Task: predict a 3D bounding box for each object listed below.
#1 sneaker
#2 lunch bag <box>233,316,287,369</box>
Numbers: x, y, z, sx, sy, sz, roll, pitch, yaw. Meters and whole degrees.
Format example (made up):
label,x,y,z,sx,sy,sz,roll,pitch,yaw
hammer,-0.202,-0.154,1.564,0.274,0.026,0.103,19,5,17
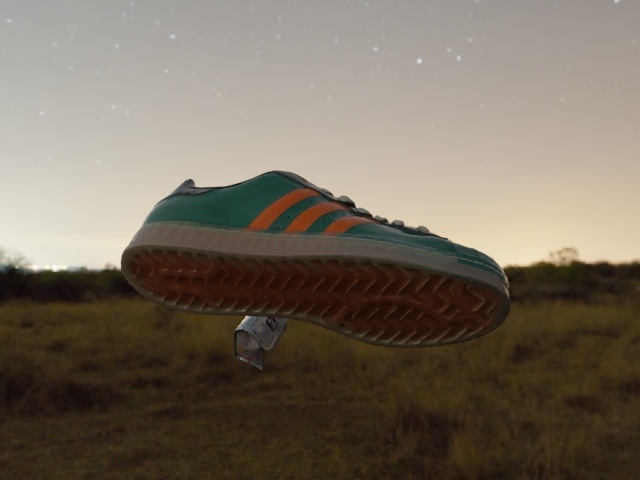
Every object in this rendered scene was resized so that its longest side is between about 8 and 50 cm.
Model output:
label,x,y,z,sx,sy,sz,roll,pitch,yaw
sneaker,0.000,0.000,0.564,0.302,0.121,0.108,8,-43,9
lunch bag,-0.075,0.113,0.899,0.053,0.071,0.083,21,-40,15
